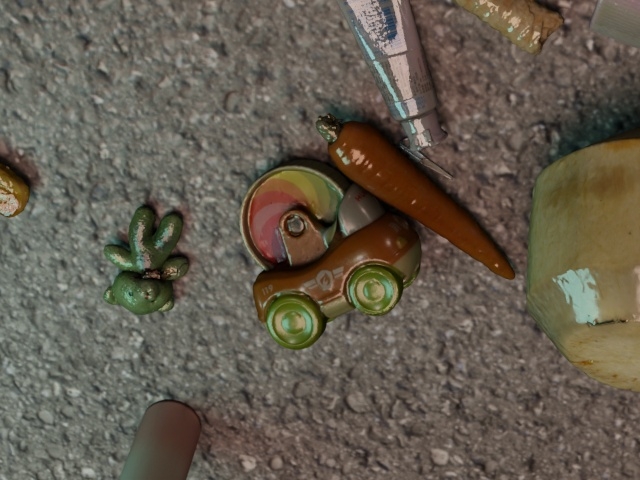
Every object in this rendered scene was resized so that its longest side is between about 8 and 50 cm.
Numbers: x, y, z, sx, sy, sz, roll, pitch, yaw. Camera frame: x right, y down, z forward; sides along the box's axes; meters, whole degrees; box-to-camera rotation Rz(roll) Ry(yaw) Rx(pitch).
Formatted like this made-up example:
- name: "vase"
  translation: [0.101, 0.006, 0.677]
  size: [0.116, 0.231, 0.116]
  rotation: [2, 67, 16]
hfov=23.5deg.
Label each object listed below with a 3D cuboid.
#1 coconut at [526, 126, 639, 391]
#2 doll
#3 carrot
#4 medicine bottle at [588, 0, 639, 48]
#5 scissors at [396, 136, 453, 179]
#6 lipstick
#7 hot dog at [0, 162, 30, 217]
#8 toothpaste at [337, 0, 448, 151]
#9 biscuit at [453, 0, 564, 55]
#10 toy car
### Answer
- name: "coconut"
  translation: [0.388, 0.010, 1.785]
  size: [0.323, 0.323, 0.323]
  rotation: [4, 121, 7]
- name: "doll"
  translation: [-0.228, 0.031, 2.013]
  size: [0.115, 0.077, 0.150]
  rotation: [9, 110, -9]
- name: "carrot"
  translation: [0.125, -0.053, 1.908]
  size: [0.336, 0.069, 0.069]
  rotation: [36, 119, -19]
- name: "medicine bottle"
  translation: [0.468, -0.266, 1.618]
  size: [0.324, 0.256, 0.256]
  rotation: [19, 122, 7]
- name: "scissors"
  translation: [0.131, -0.098, 1.913]
  size: [0.083, 0.006, 0.036]
  rotation: [31, 122, -10]
- name: "lipstick"
  translation: [-0.231, 0.343, 2.042]
  size: [0.087, 0.327, 0.087]
  rotation: [4, 122, 6]
- name: "hot dog"
  translation: [-0.469, -0.105, 1.982]
  size: [0.215, 0.047, 0.066]
  rotation: [30, 106, -8]
- name: "toothpaste"
  translation: [0.088, -0.220, 1.826]
  size: [0.089, 0.057, 0.234]
  rotation: [-17, 110, 16]
- name: "biscuit"
  translation: [0.178, -0.291, 1.765]
  size: [0.219, 0.055, 0.061]
  rotation: [34, 109, -11]
- name: "toy car"
  translation: [0.000, 0.000, 1.930]
  size: [0.235, 0.145, 0.235]
  rotation: [4, 105, 14]
